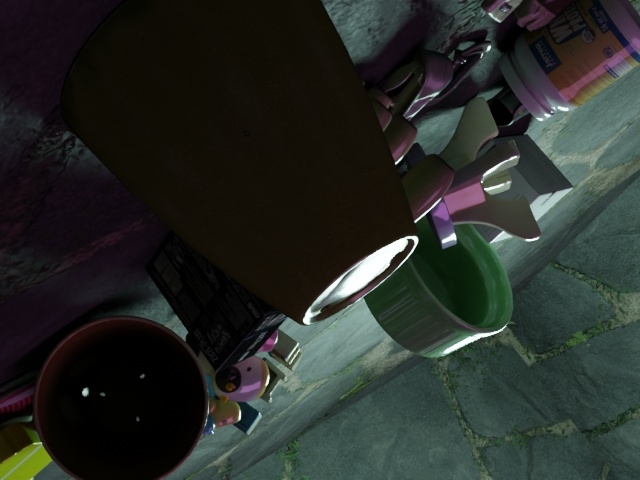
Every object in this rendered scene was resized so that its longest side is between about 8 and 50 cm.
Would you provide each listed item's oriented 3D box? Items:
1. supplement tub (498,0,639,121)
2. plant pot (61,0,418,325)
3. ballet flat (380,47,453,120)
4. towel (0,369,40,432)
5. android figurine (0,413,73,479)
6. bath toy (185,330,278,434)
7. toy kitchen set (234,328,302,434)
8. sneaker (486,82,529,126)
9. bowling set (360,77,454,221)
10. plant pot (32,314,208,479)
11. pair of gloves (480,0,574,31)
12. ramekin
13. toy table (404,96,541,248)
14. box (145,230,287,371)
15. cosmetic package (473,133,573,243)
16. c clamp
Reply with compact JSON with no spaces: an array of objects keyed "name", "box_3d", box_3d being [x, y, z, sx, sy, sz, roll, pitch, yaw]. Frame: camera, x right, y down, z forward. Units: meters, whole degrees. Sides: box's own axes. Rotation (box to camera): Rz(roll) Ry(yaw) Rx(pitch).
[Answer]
[{"name":"supplement tub","box_3d":[0.386,-0.286,1.643,0.199,0.144,0.144,-36,167,24]},{"name":"plant pot","box_3d":[-0.047,-0.077,1.022,0.274,0.293,0.275,-35,165,-11]},{"name":"ballet flat","box_3d":[0.096,-0.184,1.500,0.068,0.072,0.213,15,131,-37]},{"name":"towel","box_3d":[-0.527,0.318,1.618,0.237,0.037,0.329,-29,163,-31]},{"name":"android figurine","box_3d":[-0.475,0.336,1.622,0.248,0.056,0.273,-41,166,3]},{"name":"bath toy","box_3d":[-0.126,0.132,1.621,0.129,0.151,0.348,-43,159,-54]},{"name":"toy kitchen set","box_3d":[-0.148,0.279,2.275,0.207,0.122,0.166,-55,168,-13]},{"name":"sneaker","box_3d":[0.360,-0.263,1.776,0.118,0.083,0.222,-35,168,-33]},{"name":"bowling set","box_3d":[0.015,-0.124,1.335,0.200,0.287,0.154,35,103,-29]},{"name":"plant pot","box_3d":[-0.290,0.236,1.603,0.237,0.237,0.254,-34,179,-11]},{"name":"pair of gloves","box_3d":[0.328,-0.371,1.481,0.204,0.042,0.240,-41,163,27]},{"name":"ramekin","box_3d":[0.212,0.075,2.079,0.148,0.303,0.303,-38,167,35]},{"name":"toy table","box_3d":[0.240,-0.093,1.772,0.160,0.252,0.274,-22,-179,3]},{"name":"box","box_3d":[-0.131,0.058,1.451,0.077,0.180,0.147,-21,158,-46]},{"name":"cosmetic package","box_3d":[0.374,-0.106,2.162,0.151,0.151,0.183,-48,162,31]},{"name":"c clamp","box_3d":[0.182,-0.235,1.594,0.161,0.022,0.137,-46,163,31]}]
